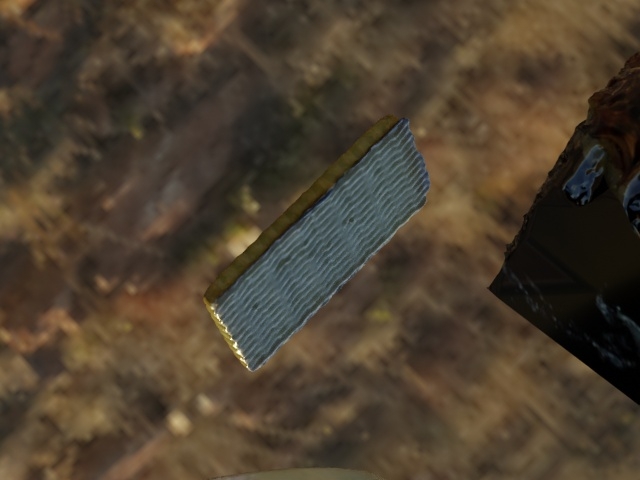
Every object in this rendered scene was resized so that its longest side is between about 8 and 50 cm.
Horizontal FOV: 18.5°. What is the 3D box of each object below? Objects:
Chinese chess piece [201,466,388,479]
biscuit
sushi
[{"bbox_3d":[-0.057,0.244,1.393,0.273,0.102,0.273,-8,159,-3],"label":"Chinese chess piece"},{"bbox_3d":[0.000,0.000,1.830,0.254,0.029,0.172,-44,153,-11],"label":"biscuit"},{"bbox_3d":[0.264,-0.032,1.547,0.227,0.215,0.212,-18,138,-49],"label":"sushi"}]
